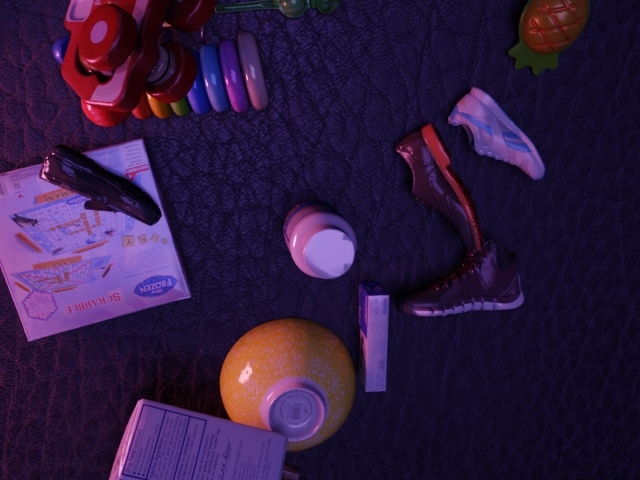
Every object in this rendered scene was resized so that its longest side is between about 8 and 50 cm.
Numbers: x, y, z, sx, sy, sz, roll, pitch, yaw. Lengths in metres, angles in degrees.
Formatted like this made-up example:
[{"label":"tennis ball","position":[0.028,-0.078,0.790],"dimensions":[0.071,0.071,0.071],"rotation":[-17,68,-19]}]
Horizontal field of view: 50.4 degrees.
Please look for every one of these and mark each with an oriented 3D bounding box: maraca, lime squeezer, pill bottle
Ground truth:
[{"label":"maraca","position":[0.439,-0.408,1.308],"dimensions":[0.127,0.099,0.185],"rotation":[16,126,-6]},{"label":"lime squeezer","position":[-0.032,-0.431,1.233],"dimensions":[0.310,0.110,0.058],"rotation":[1,124,22]},{"label":"pill bottle","position":[0.000,0.000,1.272],"dimensions":[0.124,0.221,0.124],"rotation":[-2,104,-8]}]

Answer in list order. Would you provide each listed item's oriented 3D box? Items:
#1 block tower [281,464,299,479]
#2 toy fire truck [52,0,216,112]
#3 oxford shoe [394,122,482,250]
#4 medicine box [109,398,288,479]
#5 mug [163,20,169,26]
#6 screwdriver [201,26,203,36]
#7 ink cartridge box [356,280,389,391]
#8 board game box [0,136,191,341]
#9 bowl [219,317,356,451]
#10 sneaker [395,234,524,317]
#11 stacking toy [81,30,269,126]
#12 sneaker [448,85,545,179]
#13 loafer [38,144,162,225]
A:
[{"label":"block tower","position":[-0.142,0.651,1.475],"dimensions":[0.091,0.097,0.335],"rotation":[19,99,-13]},{"label":"toy fire truck","position":[-0.332,-0.362,1.121],"dimensions":[0.169,0.254,0.302],"rotation":[20,85,-54]},{"label":"oxford shoe","position":[0.241,-0.093,1.356],"dimensions":[0.098,0.097,0.271],"rotation":[-25,93,17]},{"label":"medicine box","position":[-0.245,0.443,1.310],"dimensions":[0.289,0.263,0.149],"rotation":[19,55,-12]},{"label":"mug","position":[-0.282,-0.422,1.222],"dimensions":[0.062,0.078,0.064],"rotation":[-5,96,26]},{"label":"screwdriver","position":[-0.214,-0.460,1.240],"dimensions":[0.024,0.025,0.169],"rotation":[1,112,-9]},{"label":"ink cartridge box","position":[0.107,0.196,1.400],"dimensions":[0.046,0.097,0.207],"rotation":[-1,104,-8]},{"label":"board game box","position":[-0.442,-0.003,1.286],"dimensions":[0.319,0.066,0.317],"rotation":[-15,104,-5]},{"label":"bowl","position":[-0.058,0.318,1.375],"dimensions":[0.290,0.156,0.289],"rotation":[-2,104,-8]},{"label":"sneaker","position":[0.285,0.067,1.405],"dimensions":[0.281,0.106,0.162],"rotation":[-4,97,-17]},{"label":"stacking toy","position":[-0.265,-0.273,1.219],"dimensions":[0.330,0.141,0.141],"rotation":[-13,105,-1]},{"label":"sneaker","position":[0.354,-0.198,1.355],"dimensions":[0.229,0.087,0.092],"rotation":[44,101,-8]},{"label":"loafer","position":[-0.389,-0.085,1.206],"dimensions":[0.223,0.076,0.078],"rotation":[31,101,-9]}]
